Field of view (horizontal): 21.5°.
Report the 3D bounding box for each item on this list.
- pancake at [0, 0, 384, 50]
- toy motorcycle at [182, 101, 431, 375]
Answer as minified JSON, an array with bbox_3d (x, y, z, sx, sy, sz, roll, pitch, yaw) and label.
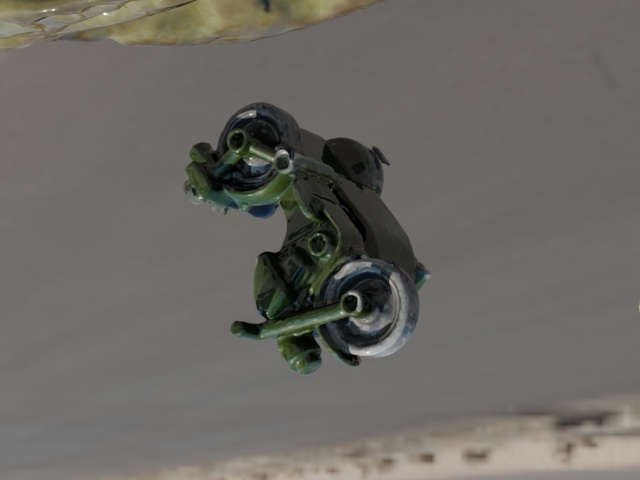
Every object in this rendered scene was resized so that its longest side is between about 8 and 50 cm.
[{"bbox_3d":[-0.028,-0.098,0.552,0.242,0.050,0.242,-15,-179,0],"label":"pancake"},{"bbox_3d":[0.000,0.000,1.345,0.127,0.275,0.205,-42,151,17],"label":"toy motorcycle"}]
